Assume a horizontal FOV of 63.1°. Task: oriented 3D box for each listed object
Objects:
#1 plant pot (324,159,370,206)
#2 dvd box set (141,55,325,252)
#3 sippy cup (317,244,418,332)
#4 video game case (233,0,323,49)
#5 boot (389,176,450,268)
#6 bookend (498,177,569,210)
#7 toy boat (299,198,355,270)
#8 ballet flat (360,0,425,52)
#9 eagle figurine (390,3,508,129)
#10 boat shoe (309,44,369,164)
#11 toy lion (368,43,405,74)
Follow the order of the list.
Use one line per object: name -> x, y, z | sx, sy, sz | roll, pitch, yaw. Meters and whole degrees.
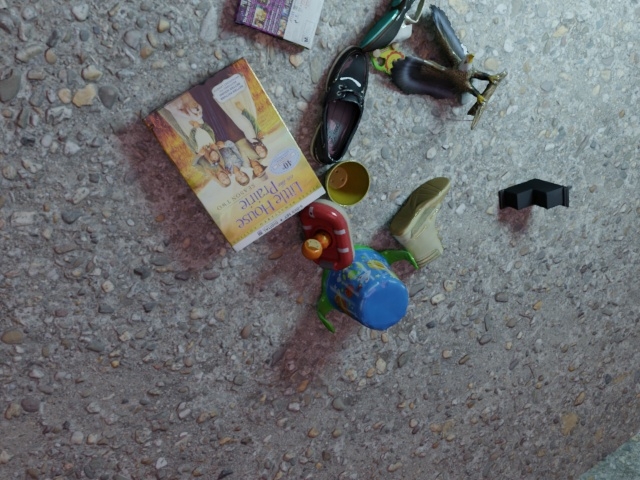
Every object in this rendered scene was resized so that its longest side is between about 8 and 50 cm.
plant pot -> 0.065, -0.174, 1.520 | 0.134, 0.095, 0.134 | -7, 110, -19
dvd box set -> -0.218, -0.220, 1.384 | 0.308, 0.062, 0.420 | -34, 109, -7
sippy cup -> 0.149, 0.156, 1.595 | 0.240, 0.224, 0.305 | 18, 100, -26
video game case -> -0.091, -0.636, 1.330 | 0.210, 0.042, 0.231 | 11, 103, -24
boot -> 0.351, -0.056, 1.676 | 0.262, 0.095, 0.203 | -49, 127, -16
bookend -> 0.716, -0.141, 1.752 | 0.156, 0.157, 0.072 | -19, 113, -15
toy boat -> 0.000, 0.000, 1.499 | 0.151, 0.151, 0.231 | -43, 131, -44
ballet flat -> 0.219, -0.607, 1.417 | 0.096, 0.095, 0.280 | 34, 87, -24
eagle figurine -> 0.377, -0.502, 1.504 | 0.298, 0.225, 0.226 | 31, 51, 1
boat shoe -> 0.066, -0.368, 1.443 | 0.127, 0.113, 0.339 | 20, 100, -25
toy lion -> 0.195, -0.517, 1.492 | 0.100, 0.034, 0.096 | -27, 123, -11
